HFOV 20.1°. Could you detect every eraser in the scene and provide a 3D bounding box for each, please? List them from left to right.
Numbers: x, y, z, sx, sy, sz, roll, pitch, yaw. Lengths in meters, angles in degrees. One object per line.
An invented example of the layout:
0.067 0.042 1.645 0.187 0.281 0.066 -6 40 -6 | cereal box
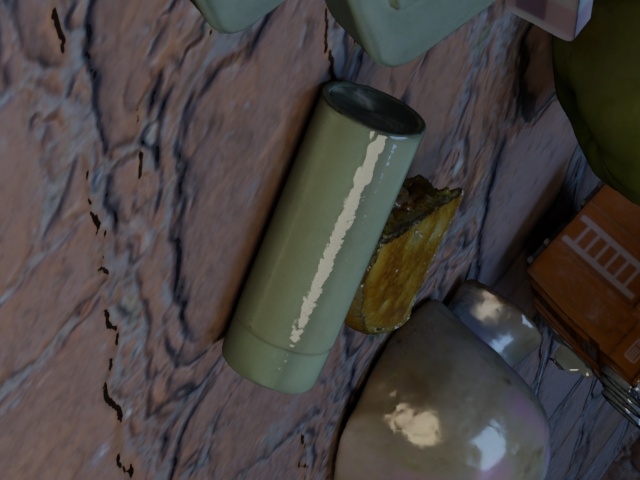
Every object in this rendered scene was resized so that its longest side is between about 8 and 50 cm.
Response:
0.168 -0.194 1.325 0.026 0.065 0.105 -50 161 -20 | eraser

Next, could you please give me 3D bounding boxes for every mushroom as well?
0.134 0.155 1.629 0.236 0.162 0.173 -55 163 -17 | mushroom

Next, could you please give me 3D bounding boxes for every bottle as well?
0.000 0.000 1.178 0.072 0.072 0.201 -27 144 -58 | bottle

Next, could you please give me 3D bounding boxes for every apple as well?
0.330 -0.143 1.505 0.279 0.279 0.279 -50 160 -26 | apple

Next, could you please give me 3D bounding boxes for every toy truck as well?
0.326 0.068 1.929 0.173 0.207 0.387 -47 167 -3 | toy truck

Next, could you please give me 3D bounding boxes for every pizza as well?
0.053 0.007 1.369 0.134 0.046 0.175 -51 160 -22 | pizza

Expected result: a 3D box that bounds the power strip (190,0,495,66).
0.009 -0.179 0.854 0.194 0.059 0.265 -37 145 -8 | power strip
